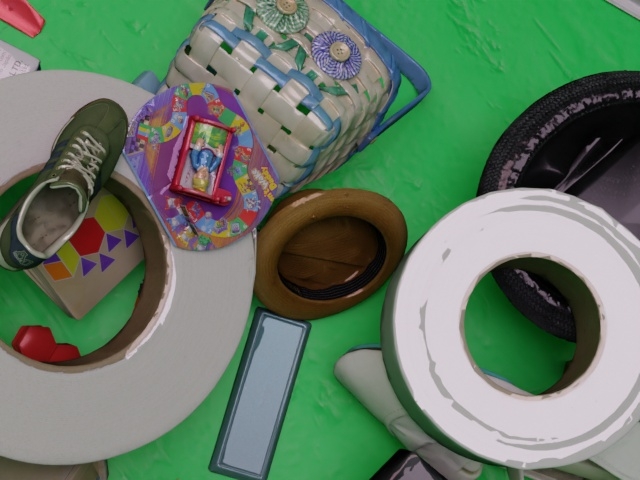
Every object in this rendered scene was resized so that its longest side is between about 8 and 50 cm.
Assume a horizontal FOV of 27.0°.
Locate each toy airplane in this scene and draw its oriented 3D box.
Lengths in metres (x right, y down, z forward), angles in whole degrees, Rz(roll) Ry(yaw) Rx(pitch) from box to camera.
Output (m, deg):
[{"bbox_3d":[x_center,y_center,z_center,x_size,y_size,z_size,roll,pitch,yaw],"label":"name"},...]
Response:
[{"bbox_3d":[-0.360,-0.303,1.511,0.151,0.028,0.151,2,80,-12],"label":"toy airplane"}]

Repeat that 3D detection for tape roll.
[{"bbox_3d":[0.207,0.091,1.365,0.286,0.100,0.286,1,81,-5],"label":"tape roll"},{"bbox_3d":[-0.252,0.026,1.317,0.392,0.072,0.392,1,89,-27],"label":"tape roll"}]

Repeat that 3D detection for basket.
[{"bbox_3d":[-0.020,-0.194,1.477,0.255,0.201,0.289,39,37,0],"label":"basket"}]

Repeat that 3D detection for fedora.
[{"bbox_3d":[0.329,-0.030,1.522,0.334,0.152,0.334,1,82,-6],"label":"fedora"},{"bbox_3d":[0.000,0.000,1.477,0.194,0.194,0.079,-18,44,-13],"label":"fedora"}]

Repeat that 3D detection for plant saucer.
[{"bbox_3d":[-0.066,0.172,1.481,0.067,0.018,0.192,18,77,-7],"label":"plant saucer"}]

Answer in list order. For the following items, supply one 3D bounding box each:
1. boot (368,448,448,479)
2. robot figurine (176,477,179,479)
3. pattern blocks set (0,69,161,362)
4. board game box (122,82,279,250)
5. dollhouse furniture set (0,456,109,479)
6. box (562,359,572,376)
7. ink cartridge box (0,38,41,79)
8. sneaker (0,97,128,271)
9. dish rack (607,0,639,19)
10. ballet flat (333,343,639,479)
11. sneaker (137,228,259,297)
[{"bbox_3d":[0.056,0.485,1.357,0.445,0.146,0.367,-45,106,-17],"label":"boot"},{"bbox_3d":[-0.165,0.312,1.409,0.101,0.067,0.115,-7,80,-4],"label":"robot figurine"},{"bbox_3d":[-0.246,-0.017,1.411,0.325,0.026,0.285,-38,117,-31],"label":"pattern blocks set"},{"bbox_3d":[-0.112,-0.075,1.326,0.133,0.033,0.168,-32,104,-19],"label":"board game box"},{"bbox_3d":[-0.346,0.381,1.365,0.286,0.198,0.303,1,111,11],"label":"dollhouse furniture set"},{"bbox_3d":[0.355,0.165,1.528,0.136,0.081,0.028,17,76,-8],"label":"box"},{"bbox_3d":[-0.524,-0.151,1.387,0.395,0.151,0.270,27,76,-6],"label":"ink cartridge box"},{"bbox_3d":[-0.230,-0.052,1.241,0.064,0.086,0.192,39,73,-21],"label":"sneaker"},{"bbox_3d":[0.469,-0.427,1.673,0.286,0.072,0.332,29,74,-3],"label":"dish rack"},{"bbox_3d":[0.202,0.221,1.454,0.400,0.139,0.139,17,77,-10],"label":"ballet flat"},{"bbox_3d":[-0.121,0.048,1.461,0.161,0.057,0.075,-28,103,-33],"label":"sneaker"}]
